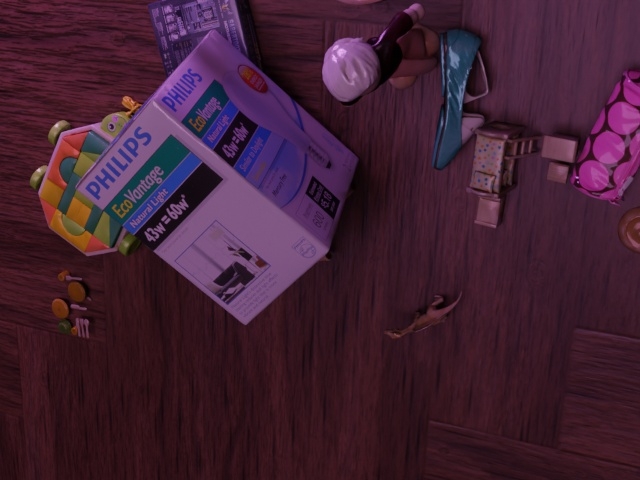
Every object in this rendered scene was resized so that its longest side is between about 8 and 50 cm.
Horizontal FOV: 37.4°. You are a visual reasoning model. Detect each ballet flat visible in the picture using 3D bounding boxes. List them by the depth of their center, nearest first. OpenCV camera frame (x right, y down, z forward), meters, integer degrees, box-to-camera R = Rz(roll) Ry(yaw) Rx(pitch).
[{"bbox_3d":[0.240,-0.233,1.609,0.087,0.083,0.247,4,111,7],"label":"ballet flat"}]

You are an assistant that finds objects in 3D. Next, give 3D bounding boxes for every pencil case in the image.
[{"bbox_3d":[0.487,-0.164,1.514,0.095,0.098,0.209,5,119,-24],"label":"pencil case"}]

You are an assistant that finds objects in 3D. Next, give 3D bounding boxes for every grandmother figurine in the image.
[{"bbox_3d":[0.098,-0.285,1.501,0.104,0.342,0.208,33,117,11],"label":"grandmother figurine"}]

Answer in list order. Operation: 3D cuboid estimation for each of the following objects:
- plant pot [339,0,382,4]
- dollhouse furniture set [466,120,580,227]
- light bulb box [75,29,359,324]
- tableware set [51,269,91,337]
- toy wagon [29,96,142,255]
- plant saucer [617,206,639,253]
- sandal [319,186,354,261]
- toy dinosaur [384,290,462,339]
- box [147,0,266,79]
[{"bbox_3d":[0.084,-0.511,1.559,0.237,0.109,0.237,8,108,27],"label":"plant pot"},{"bbox_3d":[0.336,-0.091,1.586,0.160,0.101,0.182,15,112,27],"label":"dollhouse furniture set"},{"bbox_3d":[-0.158,-0.117,1.615,0.361,0.358,0.225,40,119,-13],"label":"light bulb box"},{"bbox_3d":[-0.556,0.142,2.112,0.104,0.024,0.154,5,110,25],"label":"tableware set"},{"bbox_3d":[-0.454,-0.138,1.947,0.267,0.068,0.344,35,117,9],"label":"toy wagon"},{"bbox_3d":[0.540,-0.015,1.583,0.083,0.015,0.083,8,110,21],"label":"plant saucer"},{"bbox_3d":[-0.002,0.002,1.788,0.079,0.088,0.240,43,112,1],"label":"sandal"},{"bbox_3d":[0.207,0.140,1.736,0.183,0.092,0.053,-32,93,29],"label":"toy dinosaur"},{"bbox_3d":[-0.207,-0.351,1.772,0.183,0.059,0.233,-9,103,24],"label":"box"}]
